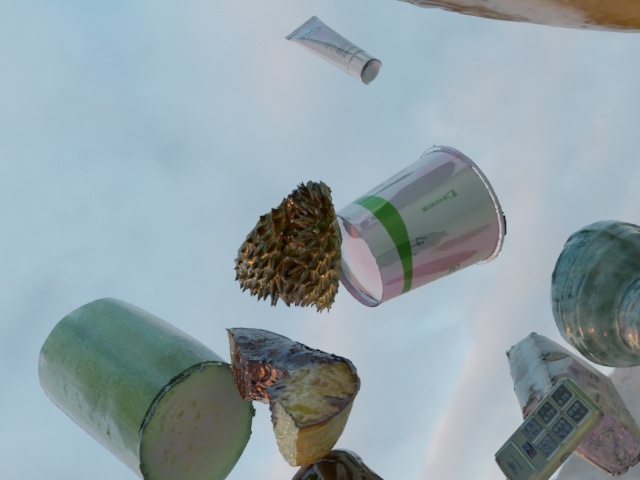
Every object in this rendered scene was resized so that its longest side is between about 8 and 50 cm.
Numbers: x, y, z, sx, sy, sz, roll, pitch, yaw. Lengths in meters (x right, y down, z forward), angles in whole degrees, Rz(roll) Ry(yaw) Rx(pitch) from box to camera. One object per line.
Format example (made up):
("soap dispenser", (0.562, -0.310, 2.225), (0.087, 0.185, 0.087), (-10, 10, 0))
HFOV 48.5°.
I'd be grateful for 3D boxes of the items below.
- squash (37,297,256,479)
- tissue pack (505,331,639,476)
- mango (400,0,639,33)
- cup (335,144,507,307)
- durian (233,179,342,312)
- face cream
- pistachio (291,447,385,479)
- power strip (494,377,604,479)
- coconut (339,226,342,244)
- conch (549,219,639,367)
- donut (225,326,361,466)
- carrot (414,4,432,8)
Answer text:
("squash", (-0.328, 0.284, 1.350), (0.263, 0.384, 0.263), (-18, -64, -41))
("tissue pack", (0.464, 0.284, 1.312), (0.123, 0.215, 0.257), (-55, 1, 18))
("mango", (0.085, -0.159, 0.301), (0.167, 0.262, 0.130), (-83, 8, -76))
("cup", (0.164, -0.014, 1.330), (0.274, 0.253, 0.253), (-28, -47, -22))
("durian", (-0.034, 0.018, 0.922), (0.252, 0.144, 0.139), (90, -165, -52))
("face cream", (0.031, -0.410, 1.520), (0.092, 0.243, 0.058), (-39, -35, -16))
("pistachio", (0.029, 0.413, 1.071), (0.130, 0.165, 0.210), (-94, 3, -71))
("power strip", (0.293, 0.264, 0.936), (0.028, 0.076, 0.169), (28, -77, -35))
("coconut", (0.000, 0.000, 1.274), (0.082, 0.081, 0.083), (14, -120, -19))
("conch", (0.398, 0.079, 0.951), (0.195, 0.277, 0.220), (-26, -75, -4))
("donut", (-0.034, 0.228, 1.073), (0.151, 0.295, 0.112), (-2, -68, -27))
("carrot", (0.175, -0.541, 1.186), (0.224, 0.224, 0.341), (67, -166, -48))
